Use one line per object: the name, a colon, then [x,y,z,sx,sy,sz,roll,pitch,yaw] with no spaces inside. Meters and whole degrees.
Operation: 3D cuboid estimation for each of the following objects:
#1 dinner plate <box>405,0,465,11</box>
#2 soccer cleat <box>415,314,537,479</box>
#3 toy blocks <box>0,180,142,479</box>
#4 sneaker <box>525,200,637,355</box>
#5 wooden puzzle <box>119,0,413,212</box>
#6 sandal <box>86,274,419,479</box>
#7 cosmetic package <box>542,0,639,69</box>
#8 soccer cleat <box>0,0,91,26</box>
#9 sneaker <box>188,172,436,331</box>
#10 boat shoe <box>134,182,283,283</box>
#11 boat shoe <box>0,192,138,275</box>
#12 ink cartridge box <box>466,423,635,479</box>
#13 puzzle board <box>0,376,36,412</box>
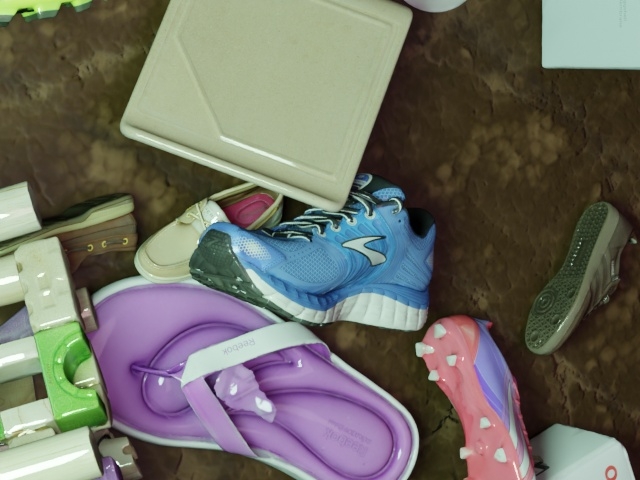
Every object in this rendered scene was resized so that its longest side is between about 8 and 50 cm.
dinner plate: [0.122,-0.307,1.999,0.141,0.017,0.141,-3,97,-30]
soccer cleat: [0.182,0.186,1.989,0.095,0.083,0.248,-4,60,-37]
toy blocks: [-0.312,0.153,1.632,0.260,0.309,0.288,-17,67,-1]
sneaker: [0.293,0.052,2.109,0.071,0.066,0.188,36,76,-30]
wooden puzzle: [-0.049,-0.158,1.819,0.221,0.044,0.238,21,66,-1]
sandal: [-0.056,0.143,1.878,0.416,0.102,0.169,22,82,-31]
cosmetic package: [0.354,-0.291,2.022,0.138,0.225,0.224,-4,97,-31]
soccer cleat: [-0.297,-0.241,1.646,0.289,0.093,0.121,-10,95,-33]
sneaker: [0.000,0.000,1.849,0.330,0.130,0.147,5,101,-55]
boat shoe: [-0.104,-0.016,1.847,0.170,0.059,0.063,-30,68,-33]
boat shoe: [-0.243,0.009,1.771,0.178,0.064,0.060,-22,104,-31]
ink cartridge box: [0.214,0.347,2.059,0.273,0.115,0.198,-27,108,-27]
puzzle board: [-0.318,0.183,1.773,0.128,0.011,0.096,-13,102,-30]
